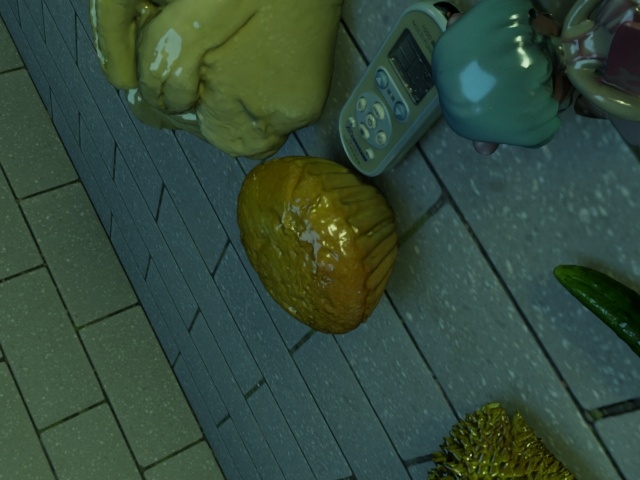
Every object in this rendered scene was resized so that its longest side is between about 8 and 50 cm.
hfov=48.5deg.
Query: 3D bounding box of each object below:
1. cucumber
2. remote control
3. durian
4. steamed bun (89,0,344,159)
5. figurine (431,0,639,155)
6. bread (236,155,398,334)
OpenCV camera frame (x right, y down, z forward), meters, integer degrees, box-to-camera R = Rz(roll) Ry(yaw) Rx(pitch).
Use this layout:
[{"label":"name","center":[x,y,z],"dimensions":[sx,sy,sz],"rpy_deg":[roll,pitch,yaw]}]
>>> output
[{"label":"cucumber","center":[0.248,0.068,0.546],"dimensions":[0.168,0.039,0.039],"rpy_deg":[49,150,37]},{"label":"remote control","center":[0.079,-0.141,0.693],"dimensions":[0.087,0.047,0.244],"rpy_deg":[65,156,12]},{"label":"durian","center":[0.197,0.299,0.728],"dimensions":[0.237,0.138,0.193],"rpy_deg":[45,147,37]},{"label":"steamed bun","center":[-0.141,-0.245,0.835],"dimensions":[0.372,0.230,0.324],"rpy_deg":[15,128,57]},{"label":"figurine","center":[0.170,-0.145,0.446],"dimensions":[0.260,0.103,0.205],"rpy_deg":[-5,109,54]},{"label":"bread","center":[-0.002,0.002,0.862],"dimensions":[0.240,0.139,0.239],"rpy_deg":[44,147,39]}]
